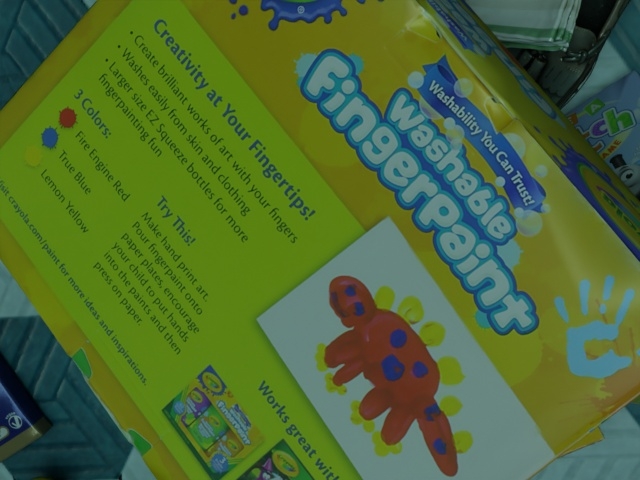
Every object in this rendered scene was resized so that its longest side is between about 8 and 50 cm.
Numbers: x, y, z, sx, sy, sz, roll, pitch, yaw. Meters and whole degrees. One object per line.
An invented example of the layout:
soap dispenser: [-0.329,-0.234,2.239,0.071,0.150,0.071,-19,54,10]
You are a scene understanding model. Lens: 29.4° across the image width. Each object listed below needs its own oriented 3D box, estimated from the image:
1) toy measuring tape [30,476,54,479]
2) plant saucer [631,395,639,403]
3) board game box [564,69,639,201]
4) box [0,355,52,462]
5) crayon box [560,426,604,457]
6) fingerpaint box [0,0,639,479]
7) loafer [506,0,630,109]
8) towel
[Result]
toy measuring tape: [-0.298,0.384,1.172,0.121,0.121,0.330,15,103,5]
plant saucer: [0.279,0.013,0.956,0.241,0.241,0.037,-42,125,14]
board game box: [0.228,-0.028,0.970,0.160,0.211,0.039,-33,127,13]
box: [-0.378,0.126,1.174,0.136,0.036,0.225,-33,93,13]
crayon box: [0.060,0.141,1.086,0.323,0.083,0.203,-25,97,13]
fingerpaint box: [0.000,0.000,0.885,0.371,0.163,0.445,-44,77,20]
loafer: [0.207,-0.200,0.993,0.096,0.084,0.267,36,103,7]
towel: [0.167,-0.229,0.981,0.113,0.023,0.152,13,88,43]
